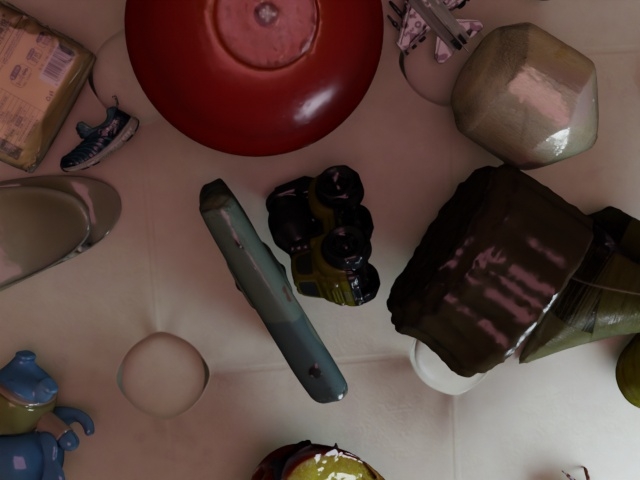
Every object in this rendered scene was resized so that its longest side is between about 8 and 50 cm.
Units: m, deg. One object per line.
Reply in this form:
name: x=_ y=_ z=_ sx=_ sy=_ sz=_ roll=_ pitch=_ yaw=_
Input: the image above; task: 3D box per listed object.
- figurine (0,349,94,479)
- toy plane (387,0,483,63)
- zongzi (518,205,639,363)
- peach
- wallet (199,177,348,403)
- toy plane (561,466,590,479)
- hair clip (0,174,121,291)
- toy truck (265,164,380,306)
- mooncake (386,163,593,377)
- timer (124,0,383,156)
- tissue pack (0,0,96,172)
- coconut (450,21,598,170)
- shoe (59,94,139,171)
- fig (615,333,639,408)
figurine: x=-0.468 y=0.321 z=1.560 sx=0.180 sy=0.154 sz=0.262 roll=20 pitch=102 yaw=2
toy plane: x=0.163 y=-0.383 z=1.546 sx=0.160 sy=0.082 sz=0.234 roll=-40 pitch=87 yaw=12
zongzi: x=0.512 y=0.137 z=1.604 sx=0.289 sy=0.154 sz=0.317 roll=32 pitch=111 yaw=28
peach: x=0.004 y=0.490 z=1.623 sx=0.362 sy=0.201 sz=0.257 roll=30 pitch=60 yaw=-25
wallet: x=-0.085 y=0.070 z=1.504 sx=0.083 sy=0.252 sz=0.360 roll=-30 pitch=105 yaw=-4
toy plane: x=0.496 y=0.470 z=1.739 sx=0.194 sy=0.126 sz=0.077 roll=-1 pitch=139 yaw=-39
hair clip: x=-0.459 y=-0.021 z=1.526 sx=0.282 sy=0.113 sz=0.172 roll=-17 pitch=101 yaw=2
toy truck: x=0.000 y=0.000 z=1.526 sx=0.165 sy=0.224 sz=0.147 roll=-11 pitch=146 yaw=6
mooncake: x=0.252 y=0.038 z=1.507 sx=0.187 sy=0.324 sz=0.324 roll=35 pitch=95 yaw=-5
timer: x=-0.094 y=-0.312 z=1.423 sx=0.378 sy=0.279 sz=0.378 roll=-1 pitch=98 yaw=-8
tissue pack: x=-0.472 y=-0.235 z=1.488 sx=0.186 sy=0.090 sz=0.222 roll=28 pitch=97 yaw=-13
coconut: x=0.330 y=-0.216 z=1.523 sx=0.234 sy=0.224 sz=0.224 roll=25 pitch=97 yaw=-16
shoe: x=-0.354 y=-0.160 z=1.528 sx=0.143 sy=0.064 sz=0.071 roll=-39 pitch=103 yaw=-1
fig: x=0.579 y=0.204 z=1.679 sx=0.148 sy=0.186 sz=0.142 roll=13 pitch=143 yaw=-3
